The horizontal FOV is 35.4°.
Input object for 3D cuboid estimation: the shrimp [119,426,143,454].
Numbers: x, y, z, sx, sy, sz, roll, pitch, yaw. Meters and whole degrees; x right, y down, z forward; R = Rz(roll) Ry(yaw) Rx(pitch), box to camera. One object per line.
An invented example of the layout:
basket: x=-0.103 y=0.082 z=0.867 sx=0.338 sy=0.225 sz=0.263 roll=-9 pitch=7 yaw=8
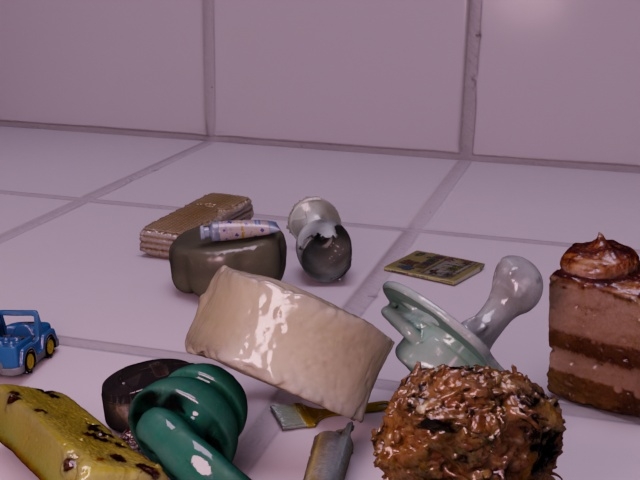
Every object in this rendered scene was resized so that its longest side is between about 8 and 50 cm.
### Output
shrimp: x=-0.256 y=0.293 z=1.514 sx=0.165 sy=0.065 sz=0.057 roll=-29 pitch=9 yaw=-21

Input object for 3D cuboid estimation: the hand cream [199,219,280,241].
hand cream: x=-0.174 y=-0.023 z=2.160 sx=0.171 sy=0.043 sz=0.065 roll=-4 pitch=19 yaw=-11

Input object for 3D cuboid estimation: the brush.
brush: x=0.024 y=0.283 z=1.662 sx=0.205 sy=0.011 sz=0.083 roll=-3 pitch=16 yaw=-17

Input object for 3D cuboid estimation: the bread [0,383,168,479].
bread: x=-0.349 y=0.290 z=1.403 sx=0.138 sy=0.077 sz=0.361 roll=19 pitch=-1 yaw=-38

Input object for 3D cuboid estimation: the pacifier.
pacifier: x=0.252 y=0.136 z=1.626 sx=0.269 sy=0.343 sz=0.288 roll=-48 pitch=31 yaw=-11

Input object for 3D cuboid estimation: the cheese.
cheese: x=-0.059 y=0.155 z=1.576 sx=0.292 sy=0.153 sz=0.332 roll=27 pitch=-10 yaw=-29

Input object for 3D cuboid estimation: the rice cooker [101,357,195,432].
rice cooker: x=-0.265 y=0.249 z=1.595 sx=0.165 sy=0.106 sz=0.112 roll=-1 pitch=16 yaw=-20

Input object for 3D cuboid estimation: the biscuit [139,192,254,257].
biscuit: x=-0.313 y=-0.044 z=2.627 sx=0.144 sy=0.078 sz=0.426 roll=8 pitch=18 yaw=17

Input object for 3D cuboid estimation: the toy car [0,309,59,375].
toy car: x=-0.554 y=0.180 z=1.816 sx=0.097 sy=0.100 sz=0.191 roll=0 pitch=12 yaw=10

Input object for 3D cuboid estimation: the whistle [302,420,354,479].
whistle: x=0.004 y=0.339 z=1.381 sx=0.068 sy=0.057 sz=0.326 roll=-39 pitch=6 yaw=17

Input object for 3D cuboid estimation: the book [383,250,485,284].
book: x=0.276 y=0.065 z=2.409 sx=0.192 sy=0.013 sz=0.168 roll=11 pitch=20 yaw=33

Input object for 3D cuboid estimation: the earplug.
earplug: x=-0.153 y=0.272 z=1.399 sx=0.258 sy=0.163 sz=0.280 roll=-2 pitch=28 yaw=17

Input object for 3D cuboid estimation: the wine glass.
wine glass: x=0.000 y=0.000 z=2.404 sx=0.144 sy=0.143 sz=0.321 roll=-1 pitch=19 yaw=-7

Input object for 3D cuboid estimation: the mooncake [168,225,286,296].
mooncake: x=-0.206 y=0.046 z=2.239 sx=0.275 sy=0.135 sz=0.275 roll=-2 pitch=16 yaw=1

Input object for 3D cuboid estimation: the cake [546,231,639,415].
cake: x=0.514 y=0.130 z=1.719 sx=0.199 sy=0.292 sz=0.196 roll=11 pitch=19 yaw=42

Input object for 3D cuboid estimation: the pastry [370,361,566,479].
pastry: x=0.197 y=0.280 z=1.328 sx=0.275 sy=0.274 sz=0.192 roll=4 pitch=53 yaw=8
